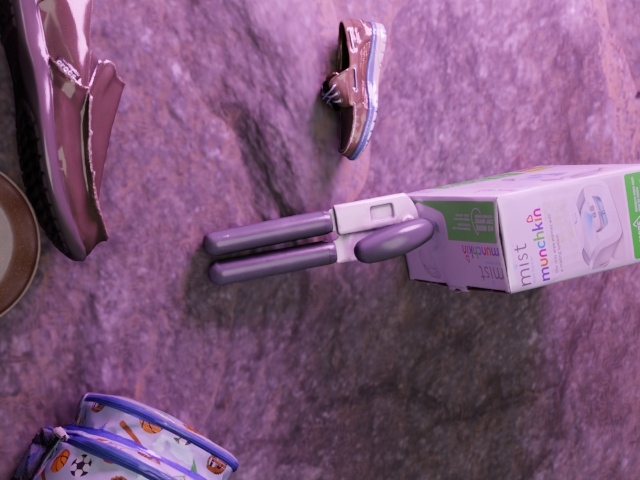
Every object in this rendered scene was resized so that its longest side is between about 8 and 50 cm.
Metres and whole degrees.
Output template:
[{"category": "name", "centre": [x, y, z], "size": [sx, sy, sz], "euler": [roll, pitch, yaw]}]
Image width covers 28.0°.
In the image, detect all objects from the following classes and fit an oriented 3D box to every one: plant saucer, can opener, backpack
[{"category": "plant saucer", "centre": [-0.421, 0.004, 1.466], "size": [0.198, 0.036, 0.199], "euler": [0, 89, -25]}, {"category": "can opener", "centre": [0.000, 0.000, 1.604], "size": [0.283, 0.095, 0.076], "euler": [-11, 98, -15]}, {"category": "backpack", "centre": [-0.207, 0.298, 1.458], "size": [0.276, 0.263, 0.213], "euler": [26, 83, -22]}]

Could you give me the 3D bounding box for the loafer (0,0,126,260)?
[{"category": "loafer", "centre": [-0.279, -0.160, 1.468], "size": [0.130, 0.134, 0.366], "euler": [-10, 98, -22]}]

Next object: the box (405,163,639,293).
[{"category": "box", "centre": [0.261, -0.017, 1.645], "size": [0.231, 0.262, 0.127], "euler": [-11, 97, -22]}]

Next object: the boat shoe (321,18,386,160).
[{"category": "boat shoe", "centre": [0.036, -0.194, 1.647], "size": [0.066, 0.066, 0.183], "euler": [11, 79, -19]}]
